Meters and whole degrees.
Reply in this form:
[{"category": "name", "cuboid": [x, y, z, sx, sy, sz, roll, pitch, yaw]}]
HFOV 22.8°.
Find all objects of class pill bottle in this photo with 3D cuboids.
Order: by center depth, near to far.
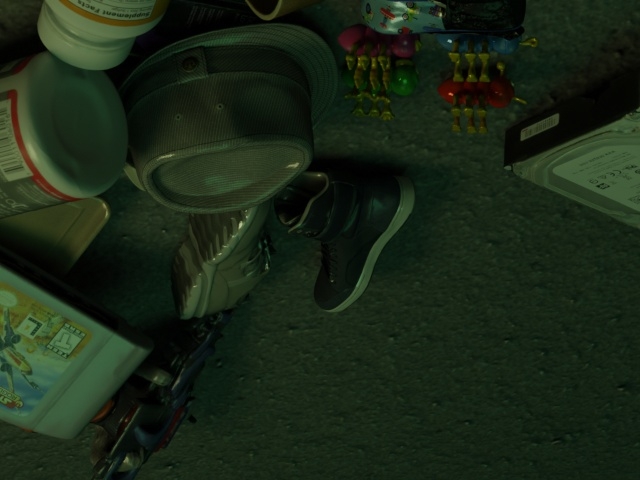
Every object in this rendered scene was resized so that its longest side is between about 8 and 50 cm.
[{"category": "pill bottle", "cuboid": [-0.202, -0.288, 1.570, 0.136, 0.136, 0.245, 9, 139, -20]}, {"category": "pill bottle", "cuboid": [-0.364, -0.101, 1.719, 0.283, 0.161, 0.161, -11, 145, 32]}]

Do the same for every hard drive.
[{"category": "hard drive", "cuboid": [0.424, -0.088, 1.928, 0.339, 0.064, 0.237, 20, 154, -32]}]

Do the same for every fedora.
[{"category": "fedora", "cuboid": [-0.102, -0.117, 1.763, 0.275, 0.124, 0.243, -11, 146, -4]}]

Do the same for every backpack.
[{"category": "backpack", "cuboid": [0.122, -0.284, 1.628, 0.173, 0.158, 0.117, -3, 134, 12]}]

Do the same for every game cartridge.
[{"category": "game cartridge", "cuboid": [-0.383, 0.125, 1.969, 0.297, 0.062, 0.198, 33, 107, -22]}]

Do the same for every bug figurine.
[{"category": "bug figurine", "cuboid": [0.126, -0.193, 1.752, 0.216, 0.072, 0.279, 3, 168, 4]}]

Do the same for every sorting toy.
[{"category": "sorting toy", "cuboid": [-0.379, -0.030, 1.934, 0.196, 0.047, 0.347, 23, 131, -25]}]

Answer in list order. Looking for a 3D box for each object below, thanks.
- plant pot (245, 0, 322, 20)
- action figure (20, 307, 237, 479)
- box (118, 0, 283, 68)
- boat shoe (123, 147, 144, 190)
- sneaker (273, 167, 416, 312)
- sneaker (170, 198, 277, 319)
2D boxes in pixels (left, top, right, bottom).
[{"category": "plant pot", "cuboid": [0.044, -0.350, 1.496, 0.254, 0.237, 0.237, -15, 144, -16]}, {"category": "action figure", "cuboid": [-0.279, 0.171, 2.160, 0.341, 0.178, 0.330, -52, 136, 7]}, {"category": "box", "cuboid": [-0.135, -0.226, 1.744, 0.162, 0.029, 0.116, 6, 140, -20]}, {"category": "boat shoe", "cuboid": [-0.223, -0.115, 1.861, 0.038, 0.046, 0.125, -44, 127, -22]}, {"category": "sneaker", "cuboid": [0.000, -0.002, 1.989, 0.163, 0.086, 0.226, 4, 131, -31]}, {"category": "sneaker", "cuboid": [-0.106, -0.001, 1.994, 0.115, 0.105, 0.281, -4, 152, -24]}]
